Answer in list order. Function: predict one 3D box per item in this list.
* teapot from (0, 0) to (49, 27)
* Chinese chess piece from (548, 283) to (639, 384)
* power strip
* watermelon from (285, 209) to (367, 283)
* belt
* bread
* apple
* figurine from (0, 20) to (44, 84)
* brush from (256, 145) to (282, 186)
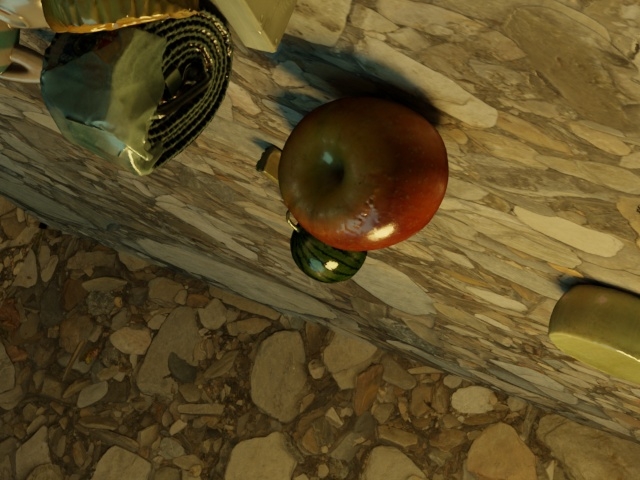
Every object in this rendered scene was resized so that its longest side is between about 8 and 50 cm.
[{"bbox_3d":[-0.407,-0.351,1.751,0.159,0.116,0.245,1,162,38],"label":"teapot"},{"bbox_3d":[0.512,0.165,2.136,0.250,0.101,0.250,24,169,5],"label":"Chinese chess piece"},{"bbox_3d":[-0.088,-0.304,1.251,0.043,0.106,0.367,18,167,20],"label":"power strip"},{"bbox_3d":[0.000,0.000,2.370,0.187,0.140,0.141,31,167,-25],"label":"watermelon"},{"bbox_3d":[-0.233,-0.213,1.620,0.150,0.257,0.207,21,133,29],"label":"belt"},{"bbox_3d":[-0.227,-0.299,1.387,0.179,0.133,0.250,-5,-171,-7],"label":"bread"},{"bbox_3d":[0.062,-0.091,1.686,0.235,0.210,0.173,27,-161,36],"label":"apple"},{"bbox_3d":[-0.585,-0.292,1.976,0.378,0.266,0.361,25,174,2],"label":"figurine"},{"bbox_3d":[-0.013,-0.082,2.238,0.282,0.054,0.048,34,174,-39],"label":"brush"}]
